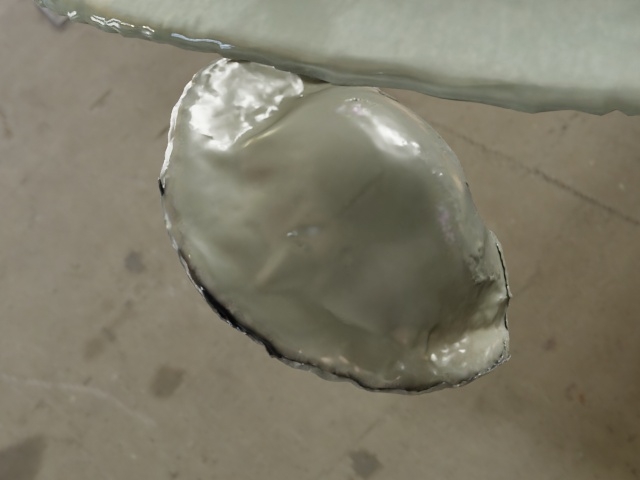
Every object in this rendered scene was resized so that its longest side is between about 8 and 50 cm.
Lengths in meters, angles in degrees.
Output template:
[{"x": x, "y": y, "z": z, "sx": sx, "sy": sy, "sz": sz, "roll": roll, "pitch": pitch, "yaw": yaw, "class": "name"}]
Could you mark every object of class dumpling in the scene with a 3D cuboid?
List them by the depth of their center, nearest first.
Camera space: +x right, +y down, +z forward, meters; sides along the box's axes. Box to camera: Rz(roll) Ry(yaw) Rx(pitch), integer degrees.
[{"x": 0.000, "y": 0.000, "z": 0.816, "sx": 0.172, "sy": 0.247, "sz": 0.142, "roll": -35, "pitch": -13, "yaw": -40, "class": "dumpling"}]

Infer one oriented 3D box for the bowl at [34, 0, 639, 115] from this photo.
[{"x": 0.093, "y": -0.200, "z": 0.509, "sx": 0.435, "sy": 0.196, "sz": 0.435, "roll": 2, "pitch": 24, "yaw": -1, "class": "bowl"}]
